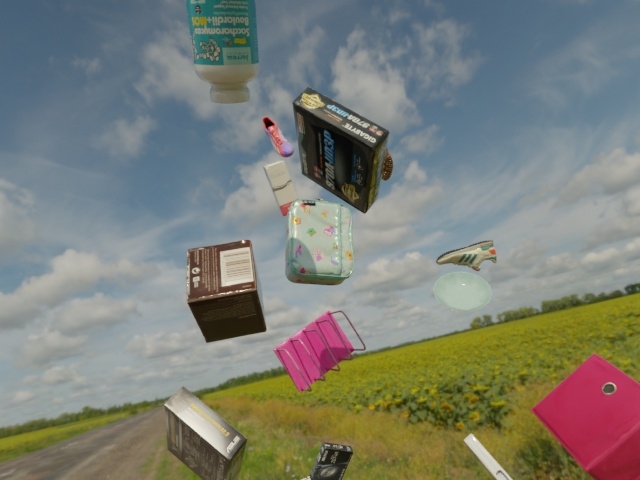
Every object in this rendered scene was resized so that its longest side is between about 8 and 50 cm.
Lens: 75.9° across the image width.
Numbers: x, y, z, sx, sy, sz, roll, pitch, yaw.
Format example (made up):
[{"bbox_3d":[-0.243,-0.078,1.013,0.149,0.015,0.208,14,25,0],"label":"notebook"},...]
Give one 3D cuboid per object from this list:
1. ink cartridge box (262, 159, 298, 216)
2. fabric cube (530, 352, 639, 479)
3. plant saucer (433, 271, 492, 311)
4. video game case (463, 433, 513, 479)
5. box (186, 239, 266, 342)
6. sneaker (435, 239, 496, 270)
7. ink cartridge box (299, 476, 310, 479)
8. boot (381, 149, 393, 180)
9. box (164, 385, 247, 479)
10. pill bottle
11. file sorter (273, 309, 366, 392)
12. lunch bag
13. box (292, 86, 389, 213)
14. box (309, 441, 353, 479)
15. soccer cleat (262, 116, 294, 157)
[{"bbox_3d":[-0.166,-0.228,1.755,0.092,0.218,0.158,-23,15,-6],"label":"ink cartridge box"},{"bbox_3d":[0.817,0.530,1.140,0.258,0.259,0.254,-45,13,7],"label":"fabric cube"},{"bbox_3d":[0.499,0.189,1.447,0.194,0.195,0.038,-13,-54,-1],"label":"plant saucer"},{"bbox_3d":[0.394,0.515,0.783,0.025,0.285,0.204,-38,-40,-5],"label":"video game case"},{"bbox_3d":[-0.242,0.134,1.072,0.166,0.169,0.203,-10,-42,-7],"label":"box"},{"bbox_3d":[0.403,0.054,1.124,0.161,0.076,0.057,-19,-3,10],"label":"sneaker"},{"bbox_3d":[-0.040,0.708,1.173,0.083,0.048,0.028,1,14,-38],"label":"ink cartridge box"},{"bbox_3d":[0.193,-0.276,1.372,0.059,0.158,0.084,-16,7,-21],"label":"boot"},{"bbox_3d":[-0.258,0.450,0.907,0.056,0.182,0.231,-41,-25,-45],"label":"box"},{"bbox_3d":[-0.210,-0.444,0.898,0.146,0.146,0.265,-9,-62,-15],"label":"pill bottle"},{"bbox_3d":[0.002,0.434,1.631,0.290,0.202,0.182,-32,-4,-23],"label":"file sorter"},{"bbox_3d":[0.000,0.000,1.317,0.223,0.280,0.108,5,-23,-12],"label":"lunch bag"},{"bbox_3d":[0.036,-0.164,0.790,0.051,0.175,0.220,-50,-17,-19],"label":"box"},{"bbox_3d":[0.022,0.462,0.849,0.067,0.084,0.018,19,9,-19],"label":"box"},{"bbox_3d":[-0.200,-0.474,1.885,0.083,0.248,0.095,-33,-34,3],"label":"soccer cleat"}]
